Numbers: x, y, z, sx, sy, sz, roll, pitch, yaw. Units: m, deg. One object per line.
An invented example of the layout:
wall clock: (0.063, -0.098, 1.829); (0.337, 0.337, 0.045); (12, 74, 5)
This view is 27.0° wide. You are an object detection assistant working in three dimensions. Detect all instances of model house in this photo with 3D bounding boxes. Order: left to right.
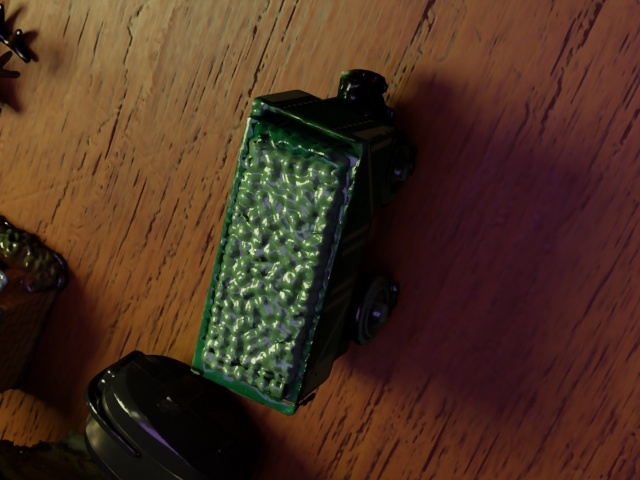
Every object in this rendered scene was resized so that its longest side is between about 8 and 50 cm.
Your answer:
model house: (-0.375, 0.060, 1.254); (0.183, 0.172, 0.166); (35, 118, 16)

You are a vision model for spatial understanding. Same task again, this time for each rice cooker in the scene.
rice cooker: (-0.137, 0.176, 1.192); (0.165, 0.112, 0.106); (34, 122, 14)

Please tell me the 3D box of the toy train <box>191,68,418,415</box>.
toy train: (0.000, 0.000, 1.050); (0.115, 0.154, 0.269); (22, 112, 19)

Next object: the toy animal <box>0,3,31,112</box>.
toy animal: (-0.412, -0.146, 1.270); (0.243, 0.087, 0.260); (35, 119, 14)

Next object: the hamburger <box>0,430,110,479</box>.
hamburger: (-0.223, 0.300, 1.212); (0.288, 0.168, 0.192); (30, 113, 35)
